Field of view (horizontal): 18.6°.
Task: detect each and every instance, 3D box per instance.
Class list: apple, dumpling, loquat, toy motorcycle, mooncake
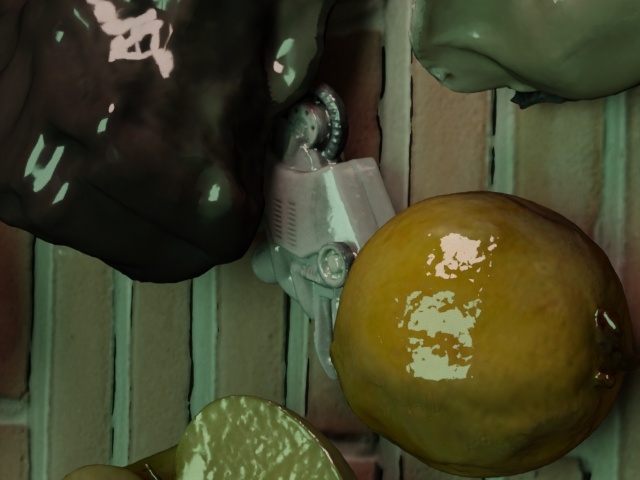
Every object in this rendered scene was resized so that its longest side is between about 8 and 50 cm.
[{"bbox_3d":[-0.095,0.289,1.638,0.295,0.233,0.258,-27,79,-12],"label":"apple"},{"bbox_3d":[0.198,-0.188,1.474,0.293,0.204,0.163,-30,84,22],"label":"dumpling"},{"bbox_3d":[0.126,0.072,1.520,0.238,0.193,0.238,-6,71,17],"label":"loquat"},{"bbox_3d":[0.000,0.000,1.678,0.171,0.110,0.260,-25,82,49],"label":"toy motorcycle"},{"bbox_3d":[-0.160,-0.162,1.675,0.350,0.212,0.381,-18,57,51],"label":"mooncake"}]
